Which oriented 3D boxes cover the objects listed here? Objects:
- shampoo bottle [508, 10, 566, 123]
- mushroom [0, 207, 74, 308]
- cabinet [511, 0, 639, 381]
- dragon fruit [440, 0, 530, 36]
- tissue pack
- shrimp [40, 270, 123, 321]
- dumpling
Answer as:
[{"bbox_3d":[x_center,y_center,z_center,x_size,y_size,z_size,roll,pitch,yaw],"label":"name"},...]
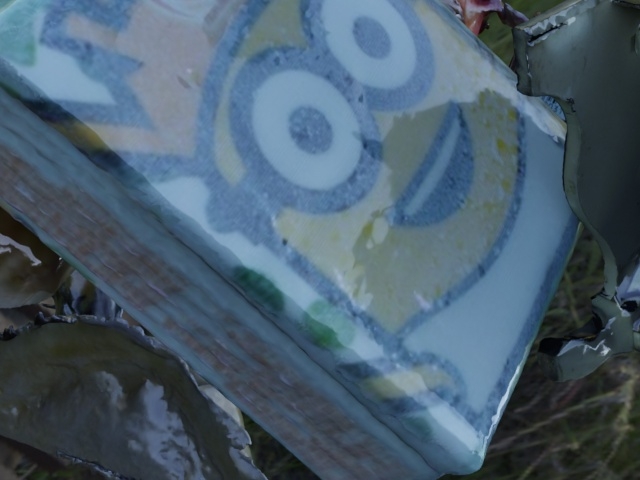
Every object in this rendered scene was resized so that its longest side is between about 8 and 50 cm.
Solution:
[{"bbox_3d":[0.355,-0.130,1.185,0.323,0.084,0.129,20,90,-1],"label":"shampoo bottle"},{"bbox_3d":[-0.312,-0.117,0.651,0.397,0.313,0.224,17,64,16],"label":"mushroom"},{"bbox_3d":[0.305,-0.035,0.532,0.318,0.290,0.227,-30,124,-26],"label":"cabinet"},{"bbox_3d":[-0.004,-0.144,1.035,0.296,0.314,0.263,33,65,-38],"label":"dragon fruit"},{"bbox_3d":[-0.014,-0.048,0.584,0.311,0.128,0.228,42,52,-14],"label":"tissue pack"},{"bbox_3d":[-0.324,0.008,1.298,0.085,0.272,0.445,7,77,-58],"label":"shrimp"},{"bbox_3d":[-0.167,0.129,0.961,0.332,0.166,0.086,19,19,12],"label":"dumpling"}]
